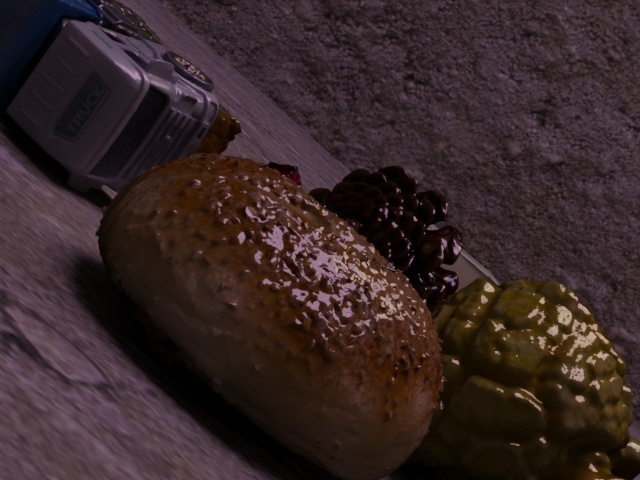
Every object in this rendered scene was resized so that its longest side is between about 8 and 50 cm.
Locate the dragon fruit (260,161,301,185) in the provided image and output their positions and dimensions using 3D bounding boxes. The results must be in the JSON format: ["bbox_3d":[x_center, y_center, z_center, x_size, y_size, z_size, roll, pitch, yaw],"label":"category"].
[{"bbox_3d":[-0.090,-0.011,1.704,0.161,0.120,0.127,-49,134,-59],"label":"dragon fruit"}]

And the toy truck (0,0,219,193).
[{"bbox_3d":[-0.267,-0.191,1.532,0.367,0.146,0.175,41,13,26],"label":"toy truck"}]

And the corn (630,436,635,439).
[{"bbox_3d":[0.369,0.294,2.226,0.106,0.106,0.293,42,10,7],"label":"corn"}]

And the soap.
[{"bbox_3d":[0.178,0.057,2.557,0.183,0.121,0.064,39,8,-27],"label":"soap"}]

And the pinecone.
[{"bbox_3d":[0.065,0.027,1.826,0.208,0.208,0.208,41,7,-6],"label":"pinecone"}]

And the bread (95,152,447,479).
[{"bbox_3d":[-0.027,0.049,1.251,0.305,0.159,0.305,42,7,-6],"label":"bread"}]

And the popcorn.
[{"bbox_3d":[0.178,0.153,1.517,0.258,0.224,0.270,46,-3,-29],"label":"popcorn"}]

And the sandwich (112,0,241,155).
[{"bbox_3d":[-0.266,-0.230,1.975,0.271,0.099,0.301,34,11,-48],"label":"sandwich"}]
